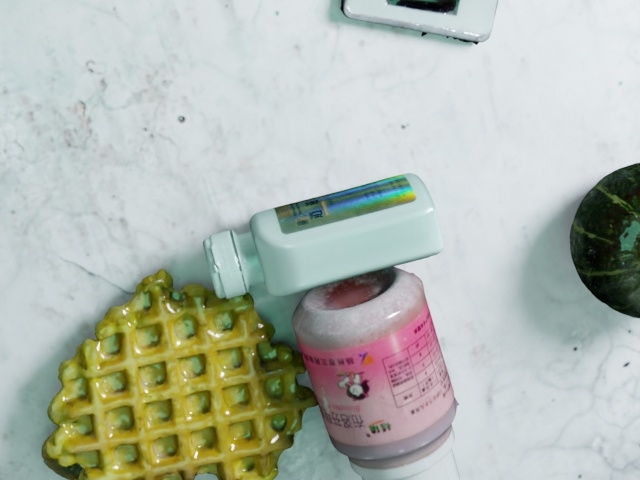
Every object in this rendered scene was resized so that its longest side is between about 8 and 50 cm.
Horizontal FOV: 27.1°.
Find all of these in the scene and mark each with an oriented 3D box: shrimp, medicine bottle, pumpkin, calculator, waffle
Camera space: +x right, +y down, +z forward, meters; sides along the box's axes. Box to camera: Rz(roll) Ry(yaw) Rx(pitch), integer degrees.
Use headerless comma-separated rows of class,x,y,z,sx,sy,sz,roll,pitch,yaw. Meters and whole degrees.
shrimp,-0.248,0.239,1.424,0.108,0.023,0.059,28,111,-17
medicine bottle,0.067,0.158,1.382,0.147,0.147,0.247,-18,109,-3
pumpkin,0.342,-0.002,1.383,0.167,0.125,0.167,0,93,3
medicine bottle,0.000,0.000,1.331,0.229,0.121,0.083,-16,110,-3
calculator,0.117,-0.328,1.296,0.161,0.021,0.262,7,106,-11
waffle,-0.143,0.174,1.391,0.291,0.051,0.291,-3,103,-11
